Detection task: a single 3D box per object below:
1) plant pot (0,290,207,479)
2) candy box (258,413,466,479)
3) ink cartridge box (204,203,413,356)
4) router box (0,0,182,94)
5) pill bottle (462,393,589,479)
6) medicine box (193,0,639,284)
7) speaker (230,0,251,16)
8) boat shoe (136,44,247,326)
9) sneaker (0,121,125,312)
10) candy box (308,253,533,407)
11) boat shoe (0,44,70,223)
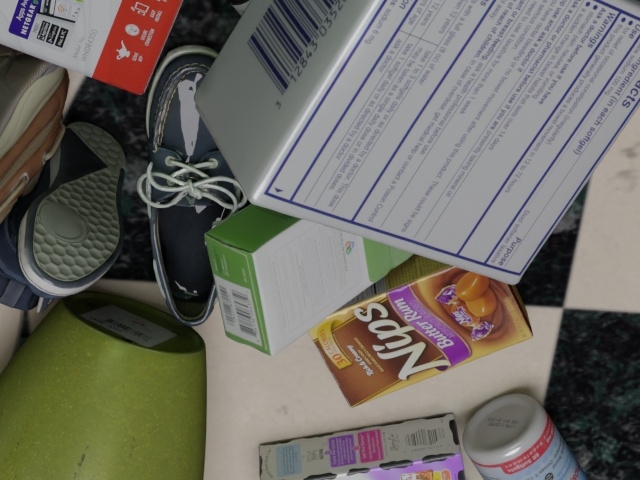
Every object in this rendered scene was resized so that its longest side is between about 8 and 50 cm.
[{"bbox_3d":[-0.213,0.206,1.713,0.275,0.275,0.293,18,103,-14],"label":"plant pot"},{"bbox_3d":[0.049,0.267,1.855,0.196,0.070,0.164,-9,122,2],"label":"candy box"},{"bbox_3d":[0.000,0.000,1.668,0.209,0.062,0.109,-34,129,-34],"label":"ink cartridge box"},{"bbox_3d":[-0.220,-0.295,1.426,0.301,0.082,0.335,19,135,-9],"label":"router box"},{"bbox_3d":[0.209,0.231,1.832,0.087,0.087,0.160,-27,119,13],"label":"pill bottle"},{"bbox_3d":[0.096,-0.136,1.513,0.289,0.149,0.263,17,117,-35],"label":"medicine box"},{"bbox_3d":[-0.013,-0.168,1.596,0.055,0.055,0.136,-34,118,16],"label":"speaker"},{"bbox_3d":[-0.112,-0.044,1.652,0.095,0.079,0.254,5,121,-5],"label":"boat shoe"},{"bbox_3d":[-0.236,0.019,1.601,0.086,0.226,0.163,31,118,-14],"label":"sneaker"},{"bbox_3d":[0.089,0.071,1.750,0.187,0.053,0.109,-22,121,11],"label":"candy box"},{"bbox_3d":[-0.296,-0.042,1.524,0.123,0.324,0.116,18,142,25],"label":"boat shoe"}]
